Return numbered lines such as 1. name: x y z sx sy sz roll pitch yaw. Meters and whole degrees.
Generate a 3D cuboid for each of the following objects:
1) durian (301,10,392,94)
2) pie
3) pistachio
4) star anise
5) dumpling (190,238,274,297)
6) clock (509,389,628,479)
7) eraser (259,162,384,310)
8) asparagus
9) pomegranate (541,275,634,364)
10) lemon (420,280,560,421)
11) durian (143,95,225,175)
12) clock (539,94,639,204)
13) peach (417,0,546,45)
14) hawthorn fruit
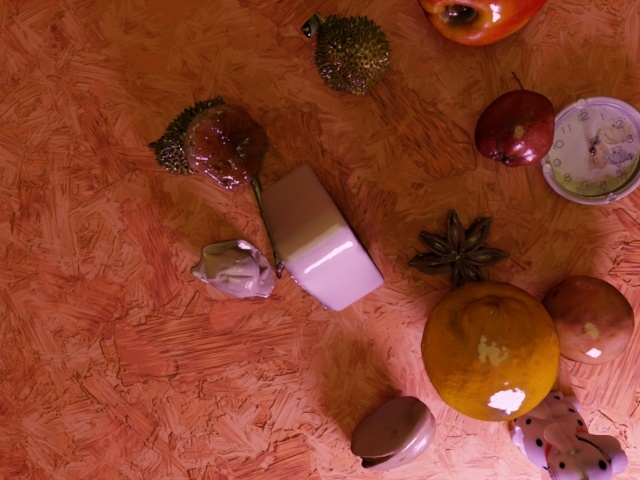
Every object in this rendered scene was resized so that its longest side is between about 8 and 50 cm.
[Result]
1. durian: 0.064 -0.405 1.139 0.146 0.159 0.198 -39 62 -20
2. pie: -0.208 -0.214 1.185 0.195 0.046 0.195 -12 116 -27
3. pistachio: 0.167 0.452 1.220 0.137 0.153 0.238 52 125 8
4. star anise: 0.320 0.022 1.193 0.212 0.073 0.197 35 101 -2
5. dumpling: -0.199 0.063 1.230 0.199 0.118 0.136 15 82 -23
6. clock: 0.533 0.451 1.128 0.189 0.254 0.188 0 93 1
7. eraser: 0.000 0.000 1.103 0.150 0.331 0.331 -32 92 7
8. asparagus: -0.124 -0.028 1.255 0.025 0.024 0.248 -10 96 49
9. pomegranate: 0.572 0.169 1.130 0.191 0.191 0.191 1 96 5
10. lemon: 0.348 0.226 1.097 0.297 0.297 0.297 1 96 5
11. durian: -0.299 -0.231 1.218 0.221 0.095 0.137 -32 92 13
12. clock: 0.597 -0.195 1.154 0.237 0.053 0.236 1 96 8
13. peach: 0.330 -0.534 1.060 0.281 0.238 0.280 -11 55 16
14. hawthorn fruit: 0.426 -0.262 1.123 0.163 0.162 0.203 25 87 2
